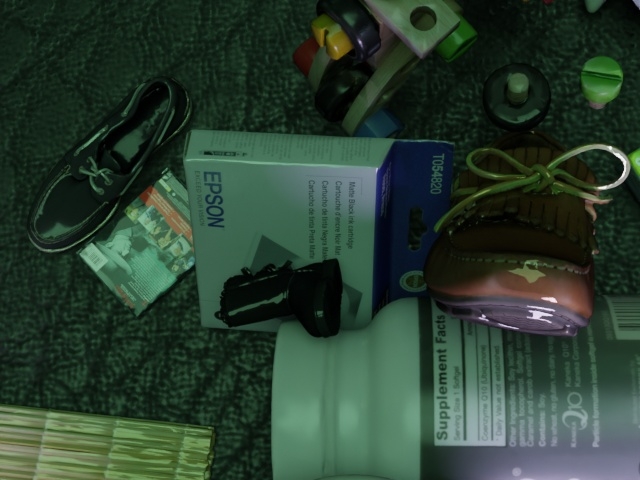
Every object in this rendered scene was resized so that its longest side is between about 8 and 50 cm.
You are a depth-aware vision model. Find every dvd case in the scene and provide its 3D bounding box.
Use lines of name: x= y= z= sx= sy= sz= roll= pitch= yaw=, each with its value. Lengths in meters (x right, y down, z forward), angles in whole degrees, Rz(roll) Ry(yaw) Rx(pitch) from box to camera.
dvd case: x=-0.157 y=0.003 z=1.332 sx=0.119 sy=0.013 sz=0.087 roll=-44 pitch=83 yaw=-4

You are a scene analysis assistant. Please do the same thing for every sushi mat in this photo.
sushi mat: x=-0.258 y=0.231 z=1.306 sx=0.317 sy=0.019 sz=0.151 roll=6 pitch=85 yaw=4

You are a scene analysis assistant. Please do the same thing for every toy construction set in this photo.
toy construction set: x=0.079 y=-0.243 z=1.141 sx=0.258 sy=0.237 sz=0.308 roll=-17 pitch=75 yaw=3

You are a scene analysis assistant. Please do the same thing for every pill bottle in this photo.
pill bottle: x=0.146 y=0.151 z=1.202 sx=0.363 sy=0.210 sz=0.210 roll=-1 pitch=83 yaw=3

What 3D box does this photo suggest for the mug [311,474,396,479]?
mug: x=0.081 y=0.354 z=1.066 sx=0.374 sy=0.276 sz=0.328 roll=1 pitch=124 yaw=14

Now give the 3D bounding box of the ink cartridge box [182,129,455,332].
ink cartridge box: x=0.000 y=0.000 z=1.231 sx=0.224 sy=0.223 sz=0.045 roll=2 pitch=47 yaw=3

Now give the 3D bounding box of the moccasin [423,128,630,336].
moccasin: x=0.167 y=-0.020 z=1.131 sx=0.139 sy=0.380 sz=0.147 roll=12 pitch=105 yaw=11

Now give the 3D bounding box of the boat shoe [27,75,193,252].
boat shoe: x=-0.203 y=-0.075 z=1.317 sx=0.075 sy=0.065 sz=0.206 roll=43 pitch=87 yaw=6

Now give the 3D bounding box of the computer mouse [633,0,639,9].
computer mouse: x=0.324 y=-0.220 z=1.281 sx=0.193 sy=0.042 sz=0.106 roll=37 pitch=104 yaw=-16

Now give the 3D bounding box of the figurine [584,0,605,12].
figurine: x=0.317 y=-0.329 z=1.318 sx=0.215 sy=0.092 sz=0.209 roll=-16 pitch=87 yaw=1

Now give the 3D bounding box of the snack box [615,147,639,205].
snack box: x=0.404 y=-0.053 z=1.285 sx=0.207 sy=0.070 sz=0.174 roll=-32 pitch=83 yaw=0

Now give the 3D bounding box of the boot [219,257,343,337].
boot: x=-0.034 y=0.052 z=1.171 sx=0.099 sy=0.121 sz=0.045 roll=-10 pitch=111 yaw=9
